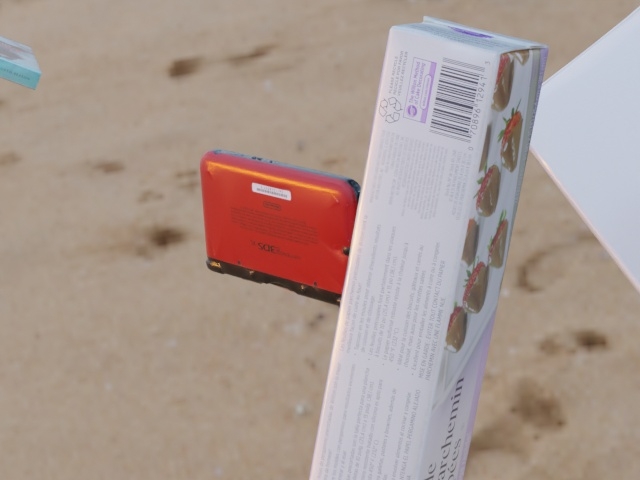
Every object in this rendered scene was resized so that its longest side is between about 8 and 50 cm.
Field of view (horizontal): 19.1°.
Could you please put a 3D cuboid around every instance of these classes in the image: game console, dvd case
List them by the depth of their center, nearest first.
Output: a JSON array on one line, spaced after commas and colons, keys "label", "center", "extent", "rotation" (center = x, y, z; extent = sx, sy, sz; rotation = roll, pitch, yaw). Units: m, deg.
[{"label": "dvd case", "center": [-0.206, -0.115, 1.097], "extent": [0.087, 0.013, 0.119], "rotation": [20, 7, -15]}, {"label": "game console", "center": [0.000, 0.000, 1.246], "extent": [0.144, 0.124, 0.085], "rotation": [14, 25, 42]}]

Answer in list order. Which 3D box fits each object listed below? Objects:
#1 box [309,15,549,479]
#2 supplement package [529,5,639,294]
[{"label": "box", "center": [0.048, 0.049, 0.981], "extent": [0.067, 0.324, 0.063], "rotation": [17, 17, 27]}, {"label": "supplement package", "center": [0.281, -0.002, 1.171], "extent": [0.175, 0.177, 0.293], "rotation": [-38, 66, 8]}]
